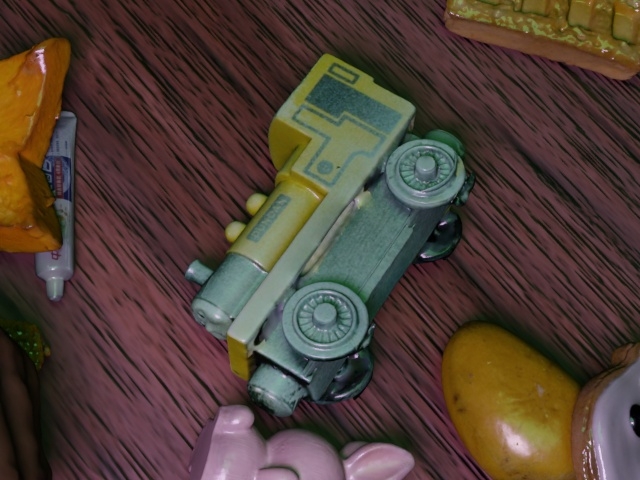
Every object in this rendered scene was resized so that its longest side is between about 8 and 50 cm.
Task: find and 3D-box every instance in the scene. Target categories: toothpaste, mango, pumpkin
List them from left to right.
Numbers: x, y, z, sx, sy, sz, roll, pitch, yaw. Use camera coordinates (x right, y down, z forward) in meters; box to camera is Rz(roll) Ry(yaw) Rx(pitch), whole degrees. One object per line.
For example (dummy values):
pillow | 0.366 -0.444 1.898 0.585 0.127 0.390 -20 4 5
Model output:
pumpkin | -0.404 -0.086 1.045 0.290 0.095 0.258 -4 64 -2
toothpaste | -0.288 -0.043 1.084 0.060 0.038 0.233 -2 64 -14
mango | 0.201 0.168 1.043 0.137 0.098 0.195 -24 66 -15

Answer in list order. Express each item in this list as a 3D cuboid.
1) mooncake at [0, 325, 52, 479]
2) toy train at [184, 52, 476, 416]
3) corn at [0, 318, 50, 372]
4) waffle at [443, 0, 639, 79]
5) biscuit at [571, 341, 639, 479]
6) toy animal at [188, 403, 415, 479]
mooncake | -0.377 0.192 0.815 0.324 0.324 0.187 -15 73 -15
toy train | 0.000 0.000 1.060 0.237 0.150 0.369 30 65 13
corn | -0.371 0.108 0.985 0.207 0.068 0.068 2 66 -10
waffle | 0.295 -0.308 1.285 0.274 0.057 0.168 15 66 -3
biscuit | 0.324 0.206 1.017 0.208 0.049 0.181 -26 96 -48
toy animal | -0.019 0.233 0.970 0.212 0.124 0.124 12 65 -11
